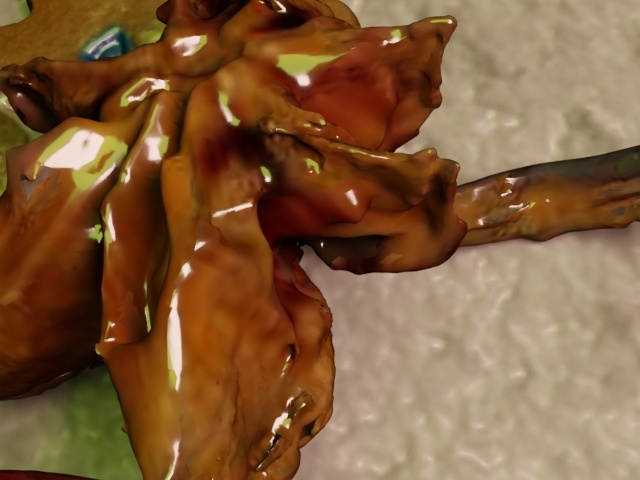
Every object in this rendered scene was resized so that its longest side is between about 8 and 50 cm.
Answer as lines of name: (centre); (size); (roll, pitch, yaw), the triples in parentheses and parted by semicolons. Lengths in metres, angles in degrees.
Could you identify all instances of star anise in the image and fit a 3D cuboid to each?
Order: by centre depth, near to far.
star anise: (0.002, -0.007, 0.525); (0.346, 0.148, 0.237); (-11, 54, -5)

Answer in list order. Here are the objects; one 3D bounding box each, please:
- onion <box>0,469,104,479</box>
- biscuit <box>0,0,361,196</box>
onion: (-0.094, 0.132, 0.497); (0.205, 0.151, 0.098); (19, 55, -5)
biscuit: (-0.097, -0.061, 0.631); (0.236, 0.039, 0.180); (-37, 71, -9)
